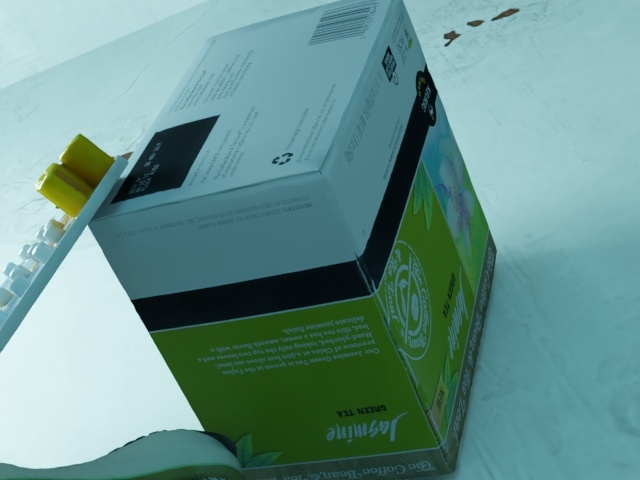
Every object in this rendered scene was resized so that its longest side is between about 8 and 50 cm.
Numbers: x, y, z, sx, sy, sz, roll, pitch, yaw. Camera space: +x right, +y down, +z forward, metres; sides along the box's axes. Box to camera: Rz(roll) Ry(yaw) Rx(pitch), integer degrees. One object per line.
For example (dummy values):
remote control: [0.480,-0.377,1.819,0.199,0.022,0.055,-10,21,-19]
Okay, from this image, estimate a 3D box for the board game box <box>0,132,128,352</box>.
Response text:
board game box: [-0.336,0.131,0.978,0.390,0.050,0.390,-39,18,41]

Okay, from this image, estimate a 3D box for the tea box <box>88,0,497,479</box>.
tea box: [0.000,0.000,1.130,0.220,0.323,0.329,-10,33,23]

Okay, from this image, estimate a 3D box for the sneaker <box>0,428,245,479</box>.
sneaker: [-0.172,0.258,0.907,0.410,0.158,0.182,-12,33,-44]
